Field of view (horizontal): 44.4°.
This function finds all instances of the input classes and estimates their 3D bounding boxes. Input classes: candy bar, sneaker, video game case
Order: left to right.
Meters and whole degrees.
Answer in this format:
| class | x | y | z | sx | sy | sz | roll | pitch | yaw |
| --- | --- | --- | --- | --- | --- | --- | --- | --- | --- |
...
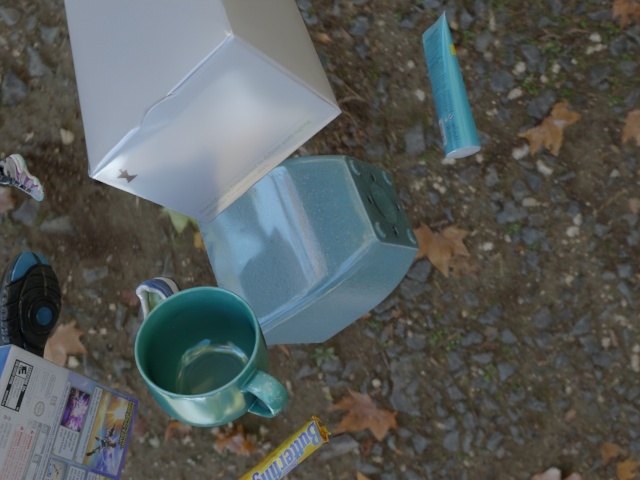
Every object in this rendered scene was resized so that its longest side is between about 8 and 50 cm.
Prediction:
| class | x | y | z | sx | sy | sz | roll | pitch | yaw |
| --- | --- | --- | --- | --- | --- | --- | --- | --- | --- |
| sneaker | -0.568 | 0.190 | 1.441 | 0.125 | 0.139 | 0.341 | 12 | 78 | -52 |
| sneaker | -0.546 | -0.103 | 1.399 | 0.098 | 0.069 | 0.038 | 52 | 134 | 4 |
| video game case | -0.396 | 0.319 | 1.116 | 0.061 | 0.270 | 0.244 | -12 | 145 | 34 |
| sneaker | -0.260 | 0.160 | 1.349 | 0.080 | 0.081 | 0.211 | -33 | 75 | 13 |
| candy bar | -0.053 | 0.267 | 0.930 | 0.161 | 0.018 | 0.040 | -34 | 94 | -29 |

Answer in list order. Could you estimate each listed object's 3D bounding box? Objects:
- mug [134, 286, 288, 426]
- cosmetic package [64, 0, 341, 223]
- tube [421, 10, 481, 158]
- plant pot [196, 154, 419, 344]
| class | x | y | z | sx | sy | sz | roll | pitch | yaw |
| --- | --- | --- | --- | --- | --- | --- | --- | --- | --- |
| mug | -0.113 | 0.137 | 0.812 | 0.129 | 0.158 | 0.097 | -20 | 143 | -8 |
| cosmetic package | -0.141 | -0.227 | 0.793 | 0.197 | 0.366 | 0.155 | -36 | 144 | 25 |
| tube | 0.188 | -0.227 | 1.162 | 0.052 | 0.080 | 0.207 | -8 | 80 | -24 |
| plant pot | 0.000 | 0.000 | 1.213 | 0.252 | 0.247 | 0.247 | -29 | 161 | 27 |
